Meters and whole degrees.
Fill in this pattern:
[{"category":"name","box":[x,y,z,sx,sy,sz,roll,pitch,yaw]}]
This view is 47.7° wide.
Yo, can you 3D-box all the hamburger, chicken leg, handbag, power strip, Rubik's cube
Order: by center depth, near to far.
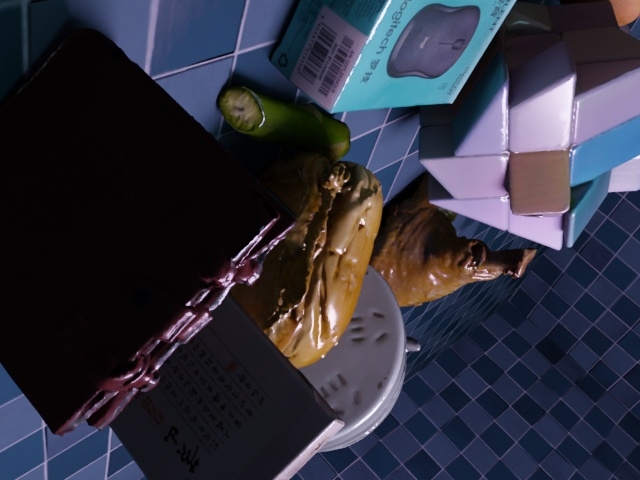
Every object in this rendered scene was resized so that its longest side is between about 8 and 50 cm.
[{"category":"handbag","box":[-0.194,-0.015,0.624,0.260,0.275,0.084,-44,161,1]},{"category":"hamburger","box":[-0.030,0.028,0.983,0.158,0.318,0.318,17,126,-17]},{"category":"power strip","box":[-0.016,0.173,1.188,0.357,0.357,0.161,-42,160,-8]},{"category":"Rubik's cube","box":[0.349,-0.206,1.193,0.358,0.368,0.387,-82,164,-44]},{"category":"chicken leg","box":[0.240,-0.001,1.470,0.182,0.409,0.295,30,67,-42]}]

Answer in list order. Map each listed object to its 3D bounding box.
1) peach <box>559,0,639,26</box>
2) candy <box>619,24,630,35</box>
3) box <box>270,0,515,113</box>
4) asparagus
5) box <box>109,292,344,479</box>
[{"category":"peach","box":[0.490,-0.454,1.229,0.184,0.184,0.184,-38,157,-19]},{"category":"candy","box":[0.531,-0.373,1.490,0.195,0.137,0.185,-46,159,6]},{"category":"box","box":[0.108,-0.279,0.918,0.311,0.118,0.205,-17,147,-50]},{"category":"asparagus","box":[-0.037,-0.151,0.962,0.067,0.060,0.277,-59,156,17]},{"category":"box","box":[-0.165,0.147,0.846,0.204,0.365,0.051,-44,155,-2]}]
